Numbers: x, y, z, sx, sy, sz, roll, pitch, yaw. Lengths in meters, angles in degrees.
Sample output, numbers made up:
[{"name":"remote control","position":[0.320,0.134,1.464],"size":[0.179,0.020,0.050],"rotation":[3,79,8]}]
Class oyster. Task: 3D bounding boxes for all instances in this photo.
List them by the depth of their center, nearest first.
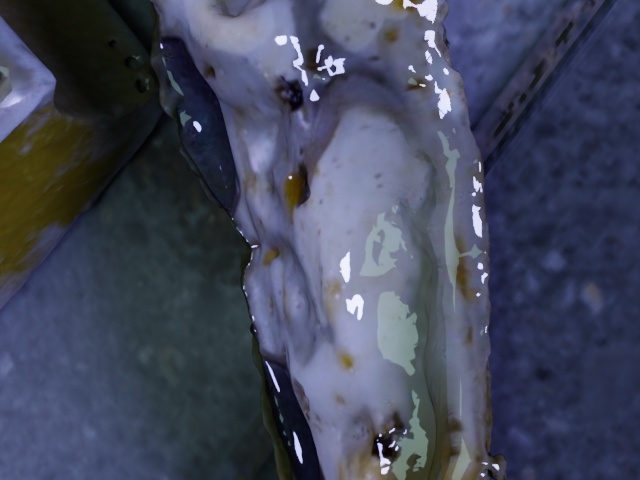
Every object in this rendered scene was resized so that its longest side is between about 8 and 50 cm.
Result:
[{"name":"oyster","position":[0.002,-0.001,0.666],"size":[0.078,0.129,0.345],"rotation":[5,107,55]}]

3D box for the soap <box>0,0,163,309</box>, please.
[{"name":"soap","position":[-0.270,-0.083,0.773],"size":[0.293,0.156,0.335],"rotation":[-47,74,19]}]
